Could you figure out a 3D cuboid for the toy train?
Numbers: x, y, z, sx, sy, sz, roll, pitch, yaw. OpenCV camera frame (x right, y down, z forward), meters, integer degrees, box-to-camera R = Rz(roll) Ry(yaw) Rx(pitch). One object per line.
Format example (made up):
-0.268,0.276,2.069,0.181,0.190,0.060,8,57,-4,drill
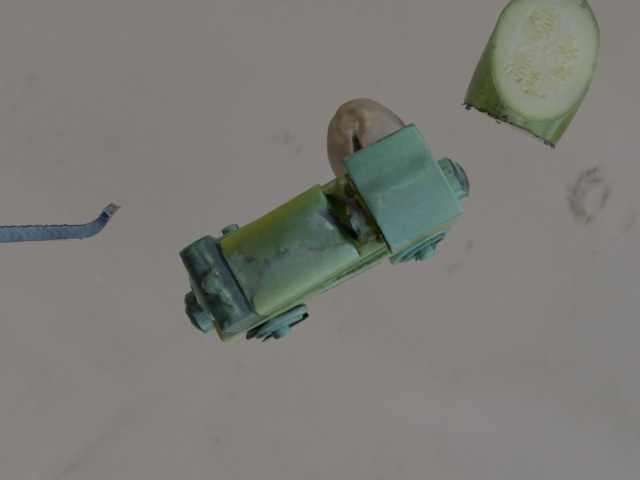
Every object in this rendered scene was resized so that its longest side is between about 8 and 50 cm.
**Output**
0.000,0.000,1.261,0.397,0.160,0.253,-28,174,3,toy train

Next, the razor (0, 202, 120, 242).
-0.308,-0.009,1.098,0.190,0.066,0.033,-8,98,-4,razor

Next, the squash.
0.366,-0.303,1.714,0.189,0.189,0.261,21,100,-39,squash

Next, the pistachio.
0.092,-0.118,1.582,0.144,0.144,0.215,-36,112,-8,pistachio
